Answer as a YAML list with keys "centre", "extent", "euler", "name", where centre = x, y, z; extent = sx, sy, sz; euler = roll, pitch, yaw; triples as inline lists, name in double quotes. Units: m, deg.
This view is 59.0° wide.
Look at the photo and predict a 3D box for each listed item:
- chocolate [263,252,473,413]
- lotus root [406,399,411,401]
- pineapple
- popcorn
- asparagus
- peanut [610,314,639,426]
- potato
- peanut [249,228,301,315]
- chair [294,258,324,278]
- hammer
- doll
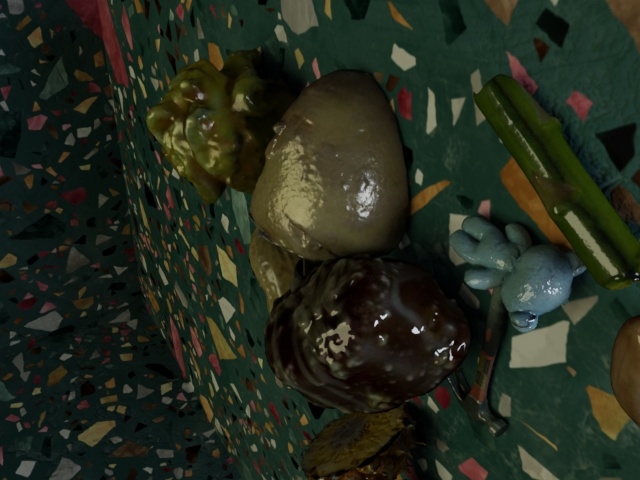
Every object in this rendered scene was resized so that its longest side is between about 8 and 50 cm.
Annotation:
- centre: [0.039, 0.137, 0.891]
  extent: [0.340, 0.210, 0.225]
  euler: [-29, 46, 44]
  name: "chocolate"
- centre: [0.151, 0.212, 0.990]
  extent: [0.112, 0.081, 0.122]
  euler: [-38, 73, 58]
  name: "lotus root"
- centre: [0.128, 0.483, 1.084]
  extent: [0.272, 0.262, 0.262]
  euler: [61, 152, -6]
  name: "pineapple"
- centre: [-0.200, -0.210, 1.146]
  extent: [0.325, 0.290, 0.322]
  euler: [13, 118, 36]
  name: "popcorn"
- centre: [0.267, -0.070, 0.635]
  extent: [0.060, 0.067, 0.278]
  euler: [70, 175, -71]
  name: "asparagus"
- centre: [0.351, 0.140, 0.605]
  extent: [0.076, 0.076, 0.152]
  euler: [34, 141, 48]
  name: "peanut"
- centre: [0.023, -0.108, 0.897]
  extent: [0.189, 0.211, 0.265]
  euler: [46, 139, 40]
  name: "potato"
- centre: [-0.066, 0.105, 1.249]
  extent: [0.153, 0.140, 0.325]
  euler: [116, 132, -74]
  name: "peanut"
- centre: [0.000, 0.001, 1.124]
  extent: [0.095, 0.104, 0.222]
  euler: [-105, 19, -56]
  name: "chair"
- centre: [0.250, 0.159, 0.835]
  extent: [0.111, 0.033, 0.288]
  euler: [39, 138, 43]
  name: "hammer"
- centre: [0.243, 0.034, 0.723]
  extent: [0.075, 0.120, 0.180]
  euler: [40, -178, -36]
  name: "doll"
